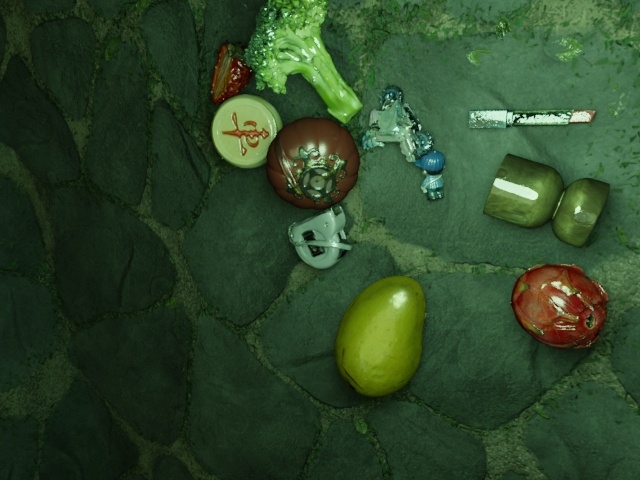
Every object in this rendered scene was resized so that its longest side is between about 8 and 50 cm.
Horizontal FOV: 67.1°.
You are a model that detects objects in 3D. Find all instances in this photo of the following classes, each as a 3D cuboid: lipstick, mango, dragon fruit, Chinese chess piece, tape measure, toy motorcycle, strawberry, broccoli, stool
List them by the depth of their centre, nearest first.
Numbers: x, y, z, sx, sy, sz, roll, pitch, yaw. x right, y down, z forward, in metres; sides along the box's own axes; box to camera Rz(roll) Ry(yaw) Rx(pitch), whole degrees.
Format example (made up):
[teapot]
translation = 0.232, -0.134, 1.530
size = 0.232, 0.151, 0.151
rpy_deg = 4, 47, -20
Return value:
[stool]
translation = 0.593, -0.110, 1.288
size = 0.264, 0.179, 0.179
rpy_deg = 23, 115, 20
[lipstick]
translation = 0.567, -0.331, 1.311
size = 0.311, 0.051, 0.051
rpy_deg = 6, 106, 25
[dragon fruit]
translation = 0.644, 0.177, 1.318
size = 0.240, 0.252, 0.241
rpy_deg = -3, 126, -5
[broccoli]
translation = -0.031, -0.570, 1.468
size = 0.274, 0.396, 0.354
rpy_deg = 15, 93, 62
[toy motorcycle]
translation = 0.214, -0.325, 1.476
size = 0.204, 0.108, 0.239
rpy_deg = -37, 57, 28
[mango]
translation = 0.209, 0.316, 1.608
size = 0.301, 0.220, 0.445
rpy_deg = 33, 115, 19
[Chinese chess piece]
translation = -0.252, -0.374, 1.664
size = 0.250, 0.097, 0.251
rpy_deg = 0, 104, 1
[strawberry]
translation = -0.301, -0.570, 1.683
size = 0.236, 0.111, 0.190
rpy_deg = -48, 50, 46
[tape measure]
translation = 0.000, 0.000, 1.685
size = 0.236, 0.120, 0.197
rpy_deg = -22, 96, 36

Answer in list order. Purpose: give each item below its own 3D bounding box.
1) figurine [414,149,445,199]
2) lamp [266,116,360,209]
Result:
[figurine]
translation = 0.337, -0.198, 1.464
size = 0.086, 0.087, 0.149
rpy_deg = -12, 102, -7
[lamp]
translation = -0.023, -0.241, 1.533
size = 0.302, 0.257, 0.303
rpy_deg = -4, 125, -6
